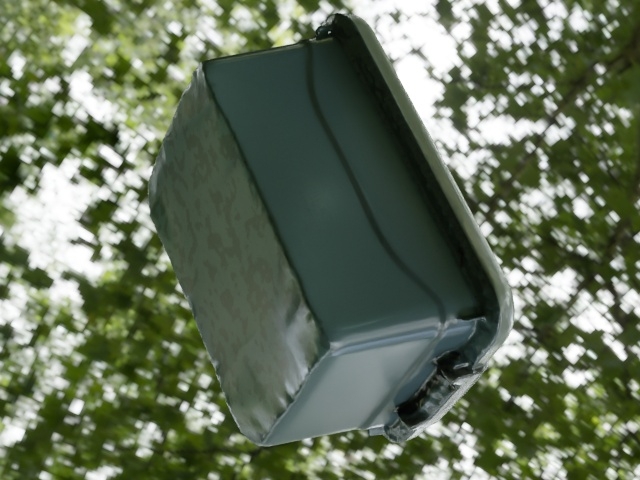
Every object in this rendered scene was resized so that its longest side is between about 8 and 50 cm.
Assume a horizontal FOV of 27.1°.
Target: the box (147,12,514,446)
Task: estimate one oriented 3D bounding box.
[{"bbox_3d":[0.000,0.000,0.752,0.227,0.130,0.162,64,-33,23],"label":"box"}]
